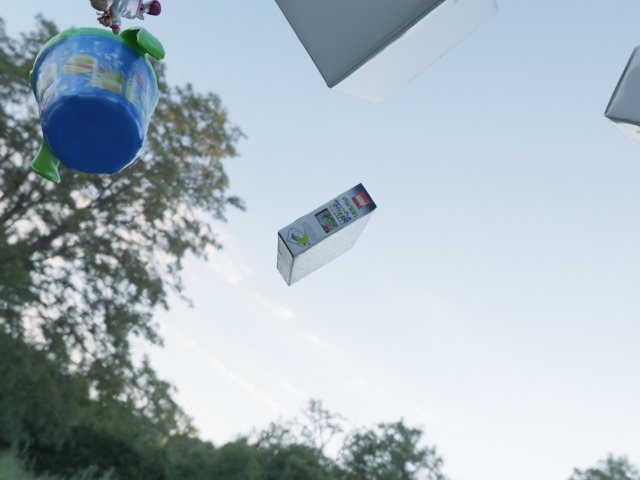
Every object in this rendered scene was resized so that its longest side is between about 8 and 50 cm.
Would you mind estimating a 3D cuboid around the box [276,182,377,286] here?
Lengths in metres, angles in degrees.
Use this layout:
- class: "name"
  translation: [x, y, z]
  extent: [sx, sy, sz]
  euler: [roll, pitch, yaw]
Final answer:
- class: "box"
  translation: [0.000, 0.000, 0.735]
  extent: [0.036, 0.114, 0.207]
  euler: [57, -11, 9]

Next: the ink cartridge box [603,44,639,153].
- class: "ink cartridge box"
  translation: [0.358, -0.099, 0.514]
  extent: [0.175, 0.072, 0.127]
  euler: [21, 6, -39]

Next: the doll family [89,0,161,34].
- class: "doll family"
  translation: [-0.309, -0.442, 0.820]
  extent: [0.118, 0.163, 0.263]
  euler: [26, -63, 16]

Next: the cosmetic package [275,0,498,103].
- class: "cosmetic package"
  translation: [0.094, -0.533, 1.116]
  extent: [0.327, 0.329, 0.394]
  euler: [-34, -95, 22]

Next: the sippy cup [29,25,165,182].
- class: "sippy cup"
  translation: [-0.417, -0.244, 1.065]
  extent: [0.224, 0.240, 0.306]
  euler: [-114, -150, -48]
